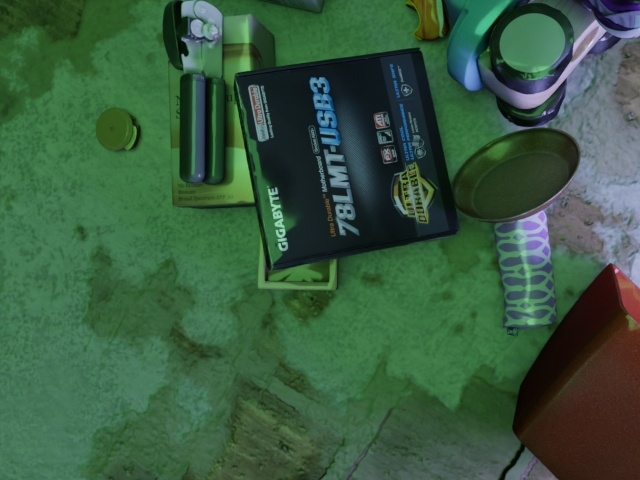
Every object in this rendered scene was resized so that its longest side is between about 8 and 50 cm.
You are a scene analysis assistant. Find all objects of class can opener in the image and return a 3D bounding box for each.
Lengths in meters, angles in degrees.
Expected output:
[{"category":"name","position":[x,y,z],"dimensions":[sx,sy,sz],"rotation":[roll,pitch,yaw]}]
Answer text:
[{"category":"can opener","position":[-0.187,-0.225,1.004],"dimensions":[0.093,0.074,0.281],"rotation":[-3,89,46]}]

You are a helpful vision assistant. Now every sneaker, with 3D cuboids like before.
[{"category":"sneaker","position":[0.165,-0.409,1.053],"dimensions":[0.067,0.064,0.175],"rotation":[-3,88,22]},{"category":"sneaker","position":[0.310,-0.337,0.774],"dimensions":[0.223,0.098,0.083],"rotation":[45,99,15]}]

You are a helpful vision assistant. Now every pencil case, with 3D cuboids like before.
[{"category":"pencil case","position":[0.313,0.039,1.023],"dimensions":[0.086,0.088,0.206],"rotation":[-4,90,-30]}]

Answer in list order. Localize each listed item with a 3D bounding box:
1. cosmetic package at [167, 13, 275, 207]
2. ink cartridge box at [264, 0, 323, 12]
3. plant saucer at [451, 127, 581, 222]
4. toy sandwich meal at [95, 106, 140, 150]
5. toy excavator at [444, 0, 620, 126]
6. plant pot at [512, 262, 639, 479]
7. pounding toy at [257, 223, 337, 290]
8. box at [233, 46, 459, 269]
[{"category":"cosmetic package","position":[-0.158,-0.203,1.090],"dimensions":[0.153,0.129,0.297],"rotation":[-3,90,13]},{"category":"ink cartridge box","position":[-0.131,-0.471,1.044],"dimensions":[0.272,0.197,0.114],"rotation":[15,93,11]},{"category":"plant saucer","position":[0.294,-0.091,0.991],"dimensions":[0.198,0.199,0.036],"rotation":[-31,123,11]},{"category":"toy sandwich meal","position":[-0.364,-0.199,1.187],"dimensions":[0.085,0.029,0.086],"rotation":[0,91,17]},{"category":"toy excavator","position":[0.272,-0.461,0.968],"dimensions":[0.445,0.222,0.433],"rotation":[42,98,17]},{"category":"plant pot","position":[0.422,0.228,0.924],"dimensions":[0.267,0.267,0.236],"rotation":[46,112,7]},{"category":"pounding toy","position":[0.006,-0.009,1.084],"dimensions":[0.205,0.094,0.181],"rotation":[1,86,3]},{"category":"box","position":[0.037,-0.124,0.998],"dimensions":[0.293,0.073,0.296],"rotation":[-10,87,-11]}]
